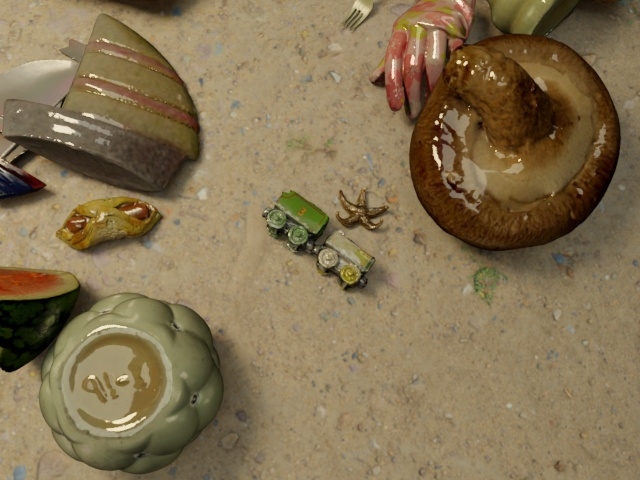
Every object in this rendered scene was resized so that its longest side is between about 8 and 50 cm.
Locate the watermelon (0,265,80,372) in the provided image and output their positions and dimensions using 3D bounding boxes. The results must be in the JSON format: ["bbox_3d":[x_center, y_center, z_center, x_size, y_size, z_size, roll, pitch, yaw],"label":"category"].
[{"bbox_3d":[-0.427,0.110,0.781,0.159,0.303,0.128,8,94,-29],"label":"watermelon"}]

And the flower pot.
[{"bbox_3d":[-0.256,0.192,0.777,0.246,0.195,0.246,1,77,-4],"label":"flower pot"}]

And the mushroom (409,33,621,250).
[{"bbox_3d":[0.302,-0.154,0.884,0.345,0.239,0.345,-1,111,-4],"label":"mushroom"}]

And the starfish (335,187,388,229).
[{"bbox_3d":[0.063,-0.051,0.937,0.091,0.028,0.078,40,72,8],"label":"starfish"}]

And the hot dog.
[{"bbox_3d":[-0.341,-0.033,0.890,0.169,0.061,0.078,-15,77,-7],"label":"hot dog"}]

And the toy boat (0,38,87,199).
[{"bbox_3d":[-0.510,-0.218,0.921,0.219,0.072,0.318,14,74,-4],"label":"toy boat"}]

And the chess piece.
[{"bbox_3d":[0.297,-0.500,0.988,0.182,0.182,0.330,-42,78,-11],"label":"chess piece"}]

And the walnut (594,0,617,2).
[{"bbox_3d":[0.501,-0.521,1.004,0.159,0.159,0.206,-39,83,-11],"label":"walnut"}]

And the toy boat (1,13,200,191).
[{"bbox_3d":[-0.317,-0.213,0.908,0.276,0.111,0.293,33,65,-7],"label":"toy boat"}]

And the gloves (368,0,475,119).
[{"bbox_3d":[0.172,-0.325,0.952,0.145,0.126,0.241,23,66,14],"label":"gloves"}]

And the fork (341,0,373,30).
[{"bbox_3d":[0.109,-0.471,0.997,0.034,0.028,0.219,39,107,12],"label":"fork"}]

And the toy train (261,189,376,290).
[{"bbox_3d":[0.000,0.000,0.906,0.202,0.060,0.081,37,72,3],"label":"toy train"}]
